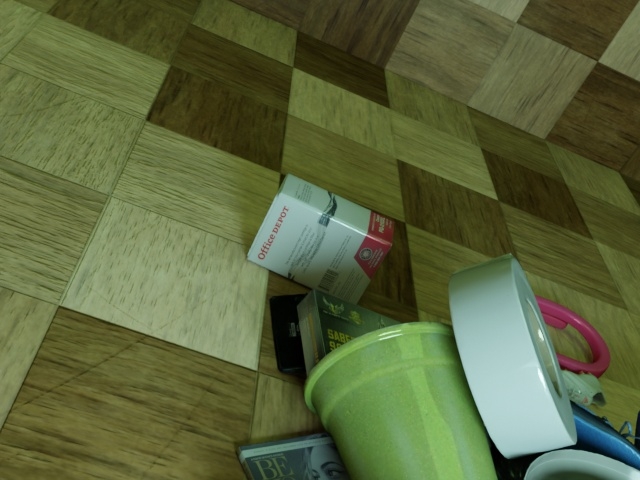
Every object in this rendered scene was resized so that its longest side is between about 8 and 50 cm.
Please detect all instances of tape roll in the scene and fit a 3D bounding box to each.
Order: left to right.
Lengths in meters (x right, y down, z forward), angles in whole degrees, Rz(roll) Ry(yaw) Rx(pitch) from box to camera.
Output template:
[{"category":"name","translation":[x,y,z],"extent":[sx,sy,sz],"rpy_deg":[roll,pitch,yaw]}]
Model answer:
[{"category":"tape roll","translation":[0.282,0.169,1.137],"extent":[0.286,0.100,0.286],"rpy_deg":[54,25,-39]}]

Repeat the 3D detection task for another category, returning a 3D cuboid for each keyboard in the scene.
[{"category":"keyboard","translation":[-0.036,0.171,1.384],"extent":[0.100,0.038,0.192],"rpy_deg":[-3,39,-6]}]

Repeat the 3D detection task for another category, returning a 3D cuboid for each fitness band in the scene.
[{"category":"fitness band","translation":[0.511,0.211,1.723],"extent":[0.291,0.054,0.209],"rpy_deg":[20,32,-11]}]

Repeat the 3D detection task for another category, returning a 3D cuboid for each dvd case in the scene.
[{"category":"dvd case","translation":[-0.008,0.377,1.107],"extent":[0.164,0.018,0.221],"rpy_deg":[2,40,-37]}]

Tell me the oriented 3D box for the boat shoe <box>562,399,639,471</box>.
[{"category":"boat shoe","translation":[0.444,0.311,1.241],"extent":[0.258,0.109,0.089],"rpy_deg":[42,30,17]}]

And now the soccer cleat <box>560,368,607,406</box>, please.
[{"category":"soccer cleat","translation":[0.514,0.306,1.579],"extent":[0.196,0.068,0.076],"rpy_deg":[7,40,-35]}]

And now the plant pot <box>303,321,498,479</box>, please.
[{"category":"plant pot","translation":[0.136,0.300,1.118],"extent":[0.276,0.276,0.254],"rpy_deg":[9,45,-29]}]

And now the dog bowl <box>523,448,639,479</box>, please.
[{"category":"dog bowl","translation":[0.399,0.429,0.993],"extent":[0.349,0.102,0.349],"rpy_deg":[20,23,-9]}]

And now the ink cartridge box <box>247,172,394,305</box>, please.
[{"category":"ink cartridge box","translation":[0.000,0.000,1.510],"extent":[0.237,0.172,0.100],"rpy_deg":[25,31,-6]}]

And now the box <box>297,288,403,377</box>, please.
[{"category":"box","translation":[0.076,0.200,1.338],"extent":[0.231,0.056,0.183],"rpy_deg":[24,36,-29]}]

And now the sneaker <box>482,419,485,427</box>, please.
[{"category":"sneaker","translation":[0.343,0.332,1.398],"extent":[0.098,0.069,0.038],"rpy_deg":[23,32,-9]}]

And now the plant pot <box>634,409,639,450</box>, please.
[{"category":"plant pot","translation":[0.658,0.425,1.264],"extent":[0.236,0.236,0.212],"rpy_deg":[-3,21,8]}]

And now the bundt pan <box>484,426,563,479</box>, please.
[{"category":"bundt pan","translation":[0.373,0.429,1.231],"extent":[0.331,0.124,0.331],"rpy_deg":[19,33,-13]}]
